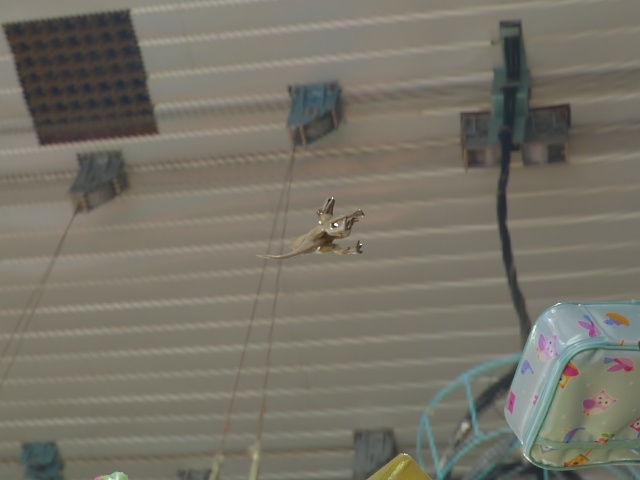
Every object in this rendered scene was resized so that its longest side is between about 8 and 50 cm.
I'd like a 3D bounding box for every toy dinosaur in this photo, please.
[{"bbox_3d":[0.000,0.000,1.490,0.092,0.183,0.053,-8,-71,28],"label":"toy dinosaur"}]

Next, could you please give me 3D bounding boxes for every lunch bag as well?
[{"bbox_3d":[0.387,0.192,1.565,0.279,0.108,0.224,3,-59,-19],"label":"lunch bag"}]

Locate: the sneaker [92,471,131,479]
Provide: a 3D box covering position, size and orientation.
[{"bbox_3d":[-0.123,0.342,0.889,0.202,0.483,0.185,40,-86,-28],"label":"sneaker"}]

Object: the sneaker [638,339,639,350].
[{"bbox_3d":[0.262,0.139,0.793,0.089,0.051,0.170,9,-57,52],"label":"sneaker"}]

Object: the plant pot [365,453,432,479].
[{"bbox_3d":[0.053,0.356,1.118,0.212,0.187,0.212,47,-29,7],"label":"plant pot"}]
